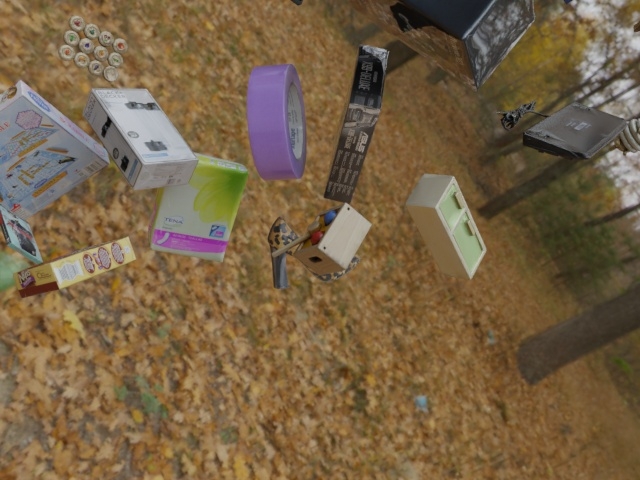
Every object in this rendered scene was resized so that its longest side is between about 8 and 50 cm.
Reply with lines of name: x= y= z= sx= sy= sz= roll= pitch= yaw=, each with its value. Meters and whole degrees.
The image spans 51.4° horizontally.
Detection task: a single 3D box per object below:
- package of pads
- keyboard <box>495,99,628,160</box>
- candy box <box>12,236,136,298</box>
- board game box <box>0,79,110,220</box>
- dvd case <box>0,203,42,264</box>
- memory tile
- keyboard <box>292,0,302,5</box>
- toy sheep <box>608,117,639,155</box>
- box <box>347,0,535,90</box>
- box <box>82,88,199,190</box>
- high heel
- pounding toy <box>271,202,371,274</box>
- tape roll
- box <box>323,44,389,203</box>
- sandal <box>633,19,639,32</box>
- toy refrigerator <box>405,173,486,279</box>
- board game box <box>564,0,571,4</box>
package of pads: x=-0.355 y=-0.099 z=1.883 sx=0.229 sy=0.296 sz=0.101 roll=11 pitch=20 yaw=-23
keyboard: x=0.464 y=-0.224 z=1.294 sx=0.201 sy=0.033 sz=0.317 roll=28 pitch=34 yaw=26
candy box: x=-0.443 y=0.047 z=1.213 sx=0.186 sy=0.109 sz=0.053 roll=-31 pitch=106 yaw=-57
board game box: x=-0.787 y=-0.221 z=1.751 sx=0.318 sy=0.318 sz=0.066 roll=48 pitch=14 yaw=-53
dvd case: x=-0.588 y=-0.013 z=1.296 sx=0.119 sy=0.013 sz=0.087 roll=52 pitch=0 yaw=35
memory tile: x=-0.539 y=-0.453 z=1.582 sx=0.148 sy=0.113 sz=0.012 roll=22 pitch=-7 yaw=-37
keyboard: x=-0.085 y=-0.655 z=1.610 sx=0.038 sy=0.100 sz=0.192 roll=15 pitch=-1 yaw=37
toy sheep: x=0.782 y=-0.259 z=1.668 sx=0.091 sy=0.132 sz=0.091 roll=21 pitch=57 yaw=-36
box: x=0.229 y=-0.546 z=1.409 sx=0.395 sy=0.212 sz=0.293 roll=40 pitch=6 yaw=19
box: x=-0.460 y=-0.264 z=1.693 sx=0.169 sy=0.087 sz=0.290 roll=-12 pitch=55 yaw=-44
high heel: x=-0.008 y=0.012 z=1.705 sx=0.093 sy=0.261 sz=0.186 roll=32 pitch=-51 yaw=57
pounding toy: x=0.000 y=0.000 z=1.299 sx=0.100 sy=0.130 sz=0.141 roll=39 pitch=-23 yaw=-17
tape roll: x=-0.100 y=-0.283 z=1.609 sx=0.275 sy=0.090 sz=0.275 roll=-3 pitch=90 yaw=-81
box: x=0.084 y=-0.282 z=1.632 sx=0.307 sy=0.076 sz=0.242 roll=106 pitch=-5 yaw=-47
sandal: x=0.719 y=-0.481 z=1.407 sx=0.180 sy=0.072 sz=0.049 roll=-97 pitch=-177 yaw=-85
toy refrigerator: x=0.310 y=-0.029 z=1.602 sx=0.102 sy=0.094 sz=0.269 roll=-56 pitch=133 yaw=-25
board game box: x=0.504 y=-0.541 z=1.195 sx=0.136 sy=0.201 sz=0.035 roll=49 pitch=32 yaw=-23
